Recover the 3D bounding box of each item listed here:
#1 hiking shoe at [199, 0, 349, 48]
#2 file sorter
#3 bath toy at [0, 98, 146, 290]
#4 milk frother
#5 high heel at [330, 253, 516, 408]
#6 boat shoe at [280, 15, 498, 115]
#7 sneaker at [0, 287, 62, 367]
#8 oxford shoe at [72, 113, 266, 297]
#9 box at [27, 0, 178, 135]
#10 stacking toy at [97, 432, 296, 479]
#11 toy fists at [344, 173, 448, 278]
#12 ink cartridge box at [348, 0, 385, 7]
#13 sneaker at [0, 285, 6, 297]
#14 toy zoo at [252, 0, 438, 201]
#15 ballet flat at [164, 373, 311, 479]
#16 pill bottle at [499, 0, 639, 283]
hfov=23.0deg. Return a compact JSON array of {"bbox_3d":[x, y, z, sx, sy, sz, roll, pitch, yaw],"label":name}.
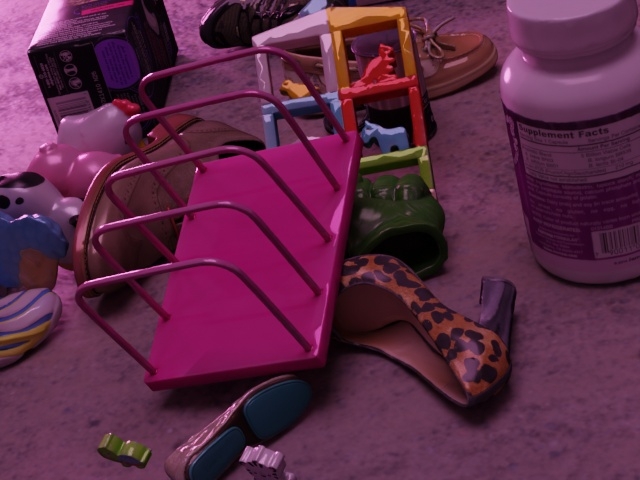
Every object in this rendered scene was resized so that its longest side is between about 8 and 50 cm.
[{"bbox_3d":[-0.066,-0.324,2.297,0.227,0.086,0.114,-15,27,-1],"label":"hiking shoe"},{"bbox_3d":[-0.103,-0.028,1.592,0.202,0.182,0.290,-11,49,27],"label":"file sorter"},{"bbox_3d":[-0.299,-0.069,1.939,0.129,0.151,0.348,-41,12,31],"label":"bath toy"},{"bbox_3d":[0.063,-0.196,1.987,0.143,0.134,0.129,-12,30,5],"label":"milk frother"},{"bbox_3d":[0.060,0.097,1.555,0.261,0.093,0.186,-1,32,13],"label":"high heel"},{"bbox_3d":[0.091,-0.237,2.085,0.285,0.089,0.104,-13,30,3],"label":"boat shoe"},{"bbox_3d":[-0.405,0.088,1.738,0.240,0.126,0.091,-29,34,-21],"label":"sneaker"},{"bbox_3d":[-0.177,-0.049,1.872,0.130,0.123,0.348,6,38,22],"label":"oxford shoe"},{"bbox_3d":[-0.303,-0.270,2.235,0.143,0.165,0.270,-10,31,9],"label":"box"},{"bbox_3d":[-0.145,0.252,1.395,0.221,0.052,0.167,5,50,30],"label":"stacking toy"},{"bbox_3d":[0.000,0.000,1.737,0.279,0.096,0.142,-19,30,-4],"label":"toy fists"},{"bbox_3d":[0.121,-0.426,2.390,0.231,0.078,0.134,-7,32,13],"label":"ink cartridge box"},{"bbox_3d":[-0.408,0.031,1.901,0.065,0.061,0.158,-15,30,13],"label":"sneaker"},{"bbox_3d":[0.025,-0.164,1.872,0.192,0.030,0.293,-10,73,8],"label":"toy zoo"},{"bbox_3d":[-0.083,0.178,1.524,0.168,0.057,0.052,-34,26,-29],"label":"ballet flat"},{"bbox_3d":[0.275,-0.120,1.609,0.169,0.301,0.169,-11,31,7],"label":"pill bottle"}]
